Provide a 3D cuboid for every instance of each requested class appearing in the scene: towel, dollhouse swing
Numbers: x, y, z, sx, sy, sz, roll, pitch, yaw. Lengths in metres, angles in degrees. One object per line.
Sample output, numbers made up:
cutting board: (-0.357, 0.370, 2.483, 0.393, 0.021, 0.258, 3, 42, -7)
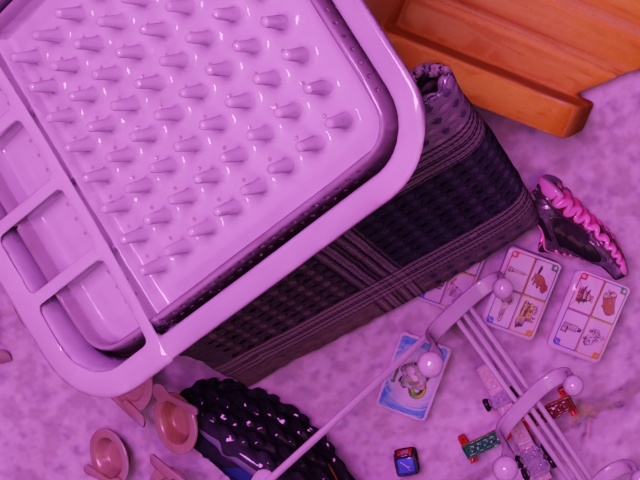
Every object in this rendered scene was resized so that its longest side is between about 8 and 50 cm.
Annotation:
towel: (0.000, 0.000, 1.027, 0.324, 0.312, 0.056, -30, 65, 11)
dollhouse swing: (0.173, -0.256, 0.928, 0.315, 0.305, 0.347, 20, 104, -9)

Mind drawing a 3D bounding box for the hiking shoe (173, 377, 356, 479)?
hiking shoe: (-0.023, 0.251, 1.176, 0.304, 0.113, 0.132, 37, 114, -6)

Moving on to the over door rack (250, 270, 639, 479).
over door rack: (0.105, 0.215, 1.082, 0.324, 0.108, 0.239, -38, 99, -14)

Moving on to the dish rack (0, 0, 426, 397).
dish rack: (-0.101, -0.086, 0.827, 0.333, 0.072, 0.285, -36, 80, 29)

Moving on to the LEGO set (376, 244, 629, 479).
LEGO set: (0.155, 0.120, 1.190, 0.182, 0.060, 0.244, 19, 103, 2)

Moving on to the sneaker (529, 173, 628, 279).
sneaker: (0.223, -0.003, 1.147, 0.119, 0.047, 0.057, 44, 107, -7)

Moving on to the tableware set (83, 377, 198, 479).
tableware set: (-0.156, 0.179, 1.151, 0.020, 0.141, 0.169, -14, 121, -46)

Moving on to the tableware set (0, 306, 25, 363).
tableware set: (-0.278, 0.070, 1.120, 0.194, 0.039, 0.128, -12, 128, 2)
